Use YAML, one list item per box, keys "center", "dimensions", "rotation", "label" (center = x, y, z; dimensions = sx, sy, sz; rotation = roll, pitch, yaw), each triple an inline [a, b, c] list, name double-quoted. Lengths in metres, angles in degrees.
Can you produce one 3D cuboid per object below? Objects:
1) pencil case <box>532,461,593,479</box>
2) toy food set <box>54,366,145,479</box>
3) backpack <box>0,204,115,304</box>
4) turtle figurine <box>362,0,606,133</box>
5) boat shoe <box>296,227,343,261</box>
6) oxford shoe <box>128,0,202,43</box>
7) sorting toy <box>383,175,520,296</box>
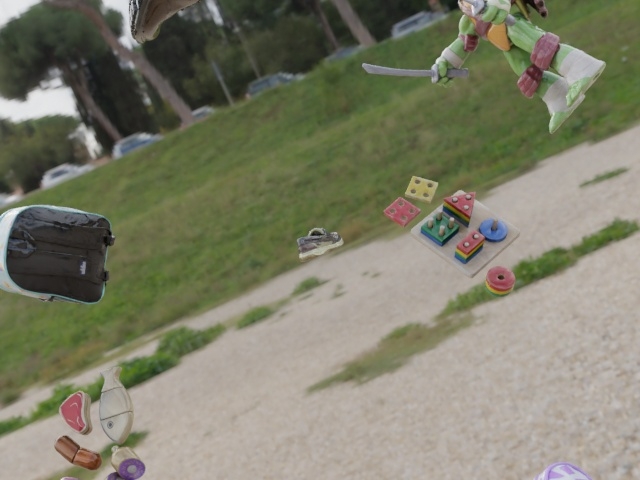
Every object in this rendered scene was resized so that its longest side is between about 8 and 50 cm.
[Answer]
- center: [0.268, 0.354, 1.181]
  dimensions: [0.088, 0.086, 0.206]
  rotation: [9, -45, -21]
  label: "pencil case"
- center: [-0.175, 0.163, 0.734]
  dimensions: [0.078, 0.122, 0.019]
  rotation: [-27, -28, 10]
  label: "toy food set"
- center: [-0.468, 0.020, 1.636]
  dimensions: [0.144, 0.165, 0.188]
  rotation: [5, -5, 43]
  label: "backpack"
- center: [0.216, -0.245, 1.272]
  dimensions: [0.275, 0.266, 0.197]
  rotation: [-37, -16, -48]
  label: "turtle figurine"
- center: [0.000, 0.000, 1.798]
  dimensions: [0.056, 0.049, 0.152]
  rotation: [-15, 6, 22]
  label: "boat shoe"
- center: [-0.191, -0.308, 1.210]
  dimensions: [0.096, 0.082, 0.227]
  rotation: [2, -14, -19]
  label: "oxford shoe"
- center: [0.235, -0.028, 1.591]
  dimensions: [0.132, 0.274, 0.046]
  rotation: [-37, -30, -27]
  label: "sorting toy"
